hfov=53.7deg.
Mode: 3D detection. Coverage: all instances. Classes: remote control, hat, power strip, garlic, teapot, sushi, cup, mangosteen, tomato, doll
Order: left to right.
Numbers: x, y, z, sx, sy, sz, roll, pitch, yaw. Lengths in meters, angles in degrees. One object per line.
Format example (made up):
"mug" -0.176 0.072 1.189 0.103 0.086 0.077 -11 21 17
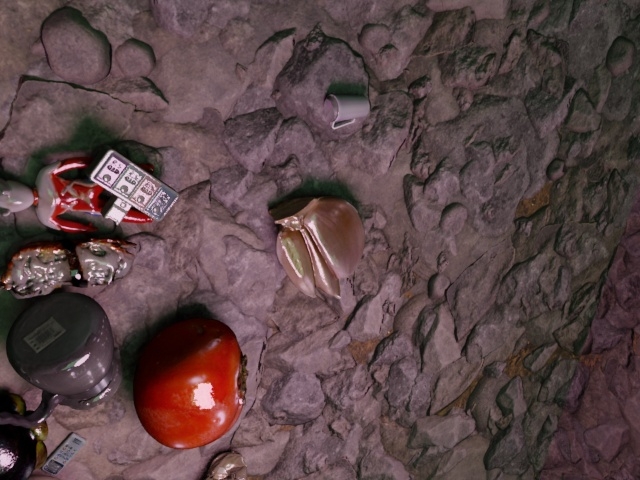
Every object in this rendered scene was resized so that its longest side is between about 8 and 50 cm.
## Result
"mangosteen" -0.771 0.494 1.509 0.243 0.243 0.243 -11 113 -26
"remote control" -0.688 0.573 1.695 0.124 0.018 0.053 -47 123 -7
"teapot" -0.593 0.314 1.486 0.285 0.223 0.305 85 16 -53
"sushi" -0.594 0.061 1.489 0.332 0.124 0.130 -4 89 -29
"doll" -0.578 -0.103 1.468 0.384 0.099 0.188 -3 109 -36
"power strip" -0.456 -0.110 1.480 0.145 0.061 0.215 -53 131 -2
"tomato" -0.333 0.370 1.648 0.289 0.325 0.293 -7 124 0
"hat" -0.327 0.715 1.934 0.175 0.085 0.147 -37 137 13
"garlic" 0.000 0.001 1.808 0.279 0.132 0.325 -37 120 -12
"cup" 0.068 -0.358 1.760 0.116 0.074 0.104 -11 137 -31

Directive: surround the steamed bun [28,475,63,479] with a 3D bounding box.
"steamed bun" -0.754 0.716 1.610 0.283 0.177 0.283 -19 131 -24
